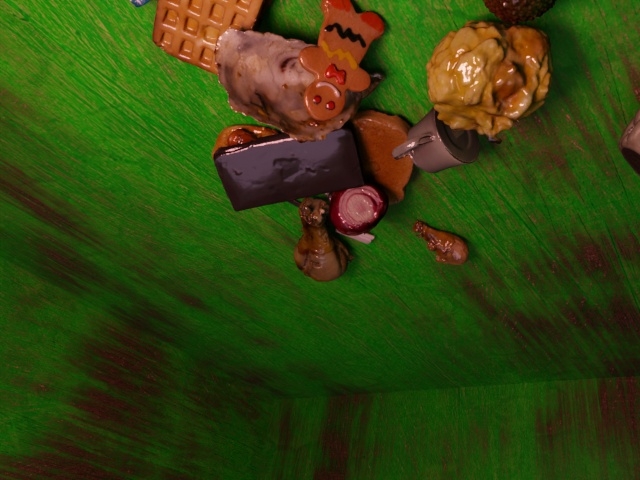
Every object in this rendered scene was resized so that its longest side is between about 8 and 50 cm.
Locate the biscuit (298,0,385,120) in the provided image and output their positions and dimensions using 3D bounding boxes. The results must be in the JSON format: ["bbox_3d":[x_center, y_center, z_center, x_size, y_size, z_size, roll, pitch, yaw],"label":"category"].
[{"bbox_3d":[0.038,-0.370,1.081,0.165,0.250,0.036,20,-173,-20],"label":"biscuit"}]

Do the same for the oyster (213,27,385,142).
[{"bbox_3d":[-0.045,-0.318,1.140,0.395,0.205,0.111,9,-173,-23],"label":"oyster"}]

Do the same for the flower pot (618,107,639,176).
[{"bbox_3d":[0.765,-0.203,1.076,0.195,0.246,0.246,-43,125,15],"label":"flower pot"}]

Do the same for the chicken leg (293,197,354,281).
[{"bbox_3d":[0.000,0.000,1.702,0.201,0.153,0.429,0,145,9],"label":"chicken leg"}]

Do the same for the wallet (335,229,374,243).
[{"bbox_3d":[0.116,-0.023,1.737,0.122,0.025,0.061,21,157,-14],"label":"wallet"}]

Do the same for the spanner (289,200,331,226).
[{"bbox_3d":[-0.057,-0.108,1.681,0.254,0.015,0.054,28,144,-23],"label":"spanner"}]

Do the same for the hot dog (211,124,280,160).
[{"bbox_3d":[-0.160,-0.221,1.439,0.256,0.150,0.153,34,151,-29],"label":"hot dog"}]

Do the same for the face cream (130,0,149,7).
[{"bbox_3d":[-0.446,-0.610,0.995,0.162,0.080,0.337,-9,141,28],"label":"face cream"}]

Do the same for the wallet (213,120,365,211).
[{"bbox_3d":[-0.082,-0.185,1.328,0.377,0.051,0.197,-12,129,8],"label":"wallet"}]

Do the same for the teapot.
[{"bbox_3d":[0.267,-0.232,1.253,0.239,0.163,0.149,-18,176,-41],"label":"teapot"}]

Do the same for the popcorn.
[{"bbox_3d":[0.333,-0.317,1.040,0.249,0.226,0.249,12,-177,-1],"label":"popcorn"}]

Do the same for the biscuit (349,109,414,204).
[{"bbox_3d":[0.114,-0.221,1.418,0.287,0.057,0.344,7,147,8],"label":"biscuit"}]

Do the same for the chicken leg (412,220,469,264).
[{"bbox_3d":[0.379,0.007,1.663,0.207,0.085,0.101,30,155,-11],"label":"chicken leg"}]

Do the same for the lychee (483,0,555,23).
[{"bbox_3d":[0.353,-0.460,0.903,0.171,0.171,0.171,8,147,6],"label":"lychee"}]

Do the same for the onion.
[{"bbox_3d":[0.085,-0.107,1.435,0.198,0.173,0.135,56,161,12],"label":"onion"}]

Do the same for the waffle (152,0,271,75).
[{"bbox_3d":[-0.220,-0.502,1.076,0.224,0.098,0.328,19,144,-13],"label":"waffle"}]

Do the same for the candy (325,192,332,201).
[{"bbox_3d":[0.067,-0.091,1.610,0.051,0.094,0.226,-20,144,13],"label":"candy"}]
